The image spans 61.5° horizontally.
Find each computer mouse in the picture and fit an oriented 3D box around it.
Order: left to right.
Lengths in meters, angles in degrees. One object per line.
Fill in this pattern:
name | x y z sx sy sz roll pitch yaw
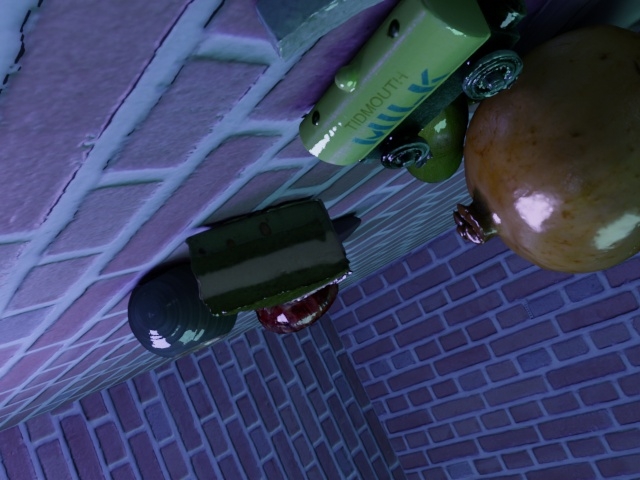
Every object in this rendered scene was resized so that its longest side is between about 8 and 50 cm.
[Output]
computer mouse | 0.001 0.001 1.294 0.232 0.057 0.120 -20 169 -33

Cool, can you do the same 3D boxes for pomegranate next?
pomegranate | 0.315 -0.109 0.656 0.307 0.307 0.307 -25 171 -5

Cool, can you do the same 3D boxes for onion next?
onion | -0.074 0.148 1.494 0.246 0.190 0.246 -35 -171 7

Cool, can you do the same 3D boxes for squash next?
squash | 0.170 -0.147 0.816 0.101 0.101 0.378 -28 172 10

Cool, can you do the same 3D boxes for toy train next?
toy train | 0.080 -0.159 0.550 0.157 0.105 0.253 -3 157 -34

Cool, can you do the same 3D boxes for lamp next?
lamp | 0.375 -0.294 0.724 0.269 0.047 0.266 -23 170 -15

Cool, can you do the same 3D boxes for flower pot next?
flower pot | -0.258 0.134 1.031 0.189 0.157 0.243 -30 172 12

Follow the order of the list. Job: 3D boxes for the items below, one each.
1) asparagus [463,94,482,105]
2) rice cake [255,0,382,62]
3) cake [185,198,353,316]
asparagus | 0.285 -0.236 0.861 0.248 0.025 0.024 -21 151 -32
rice cake | 0.067 -0.207 0.379 0.245 0.045 0.042 -27 168 8
cake | -0.118 0.050 0.948 0.283 0.158 0.172 -17 168 -37
